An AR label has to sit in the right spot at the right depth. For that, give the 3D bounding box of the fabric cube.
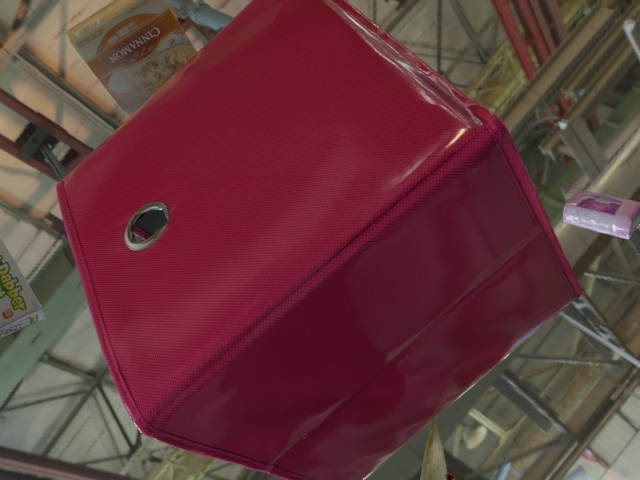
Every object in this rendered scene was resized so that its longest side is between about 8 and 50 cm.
[{"bbox_3d":[0.000,0.000,0.501,0.258,0.254,0.259,-41,-40,7],"label":"fabric cube"}]

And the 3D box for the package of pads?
[{"bbox_3d":[0.344,-0.033,0.776,0.050,0.083,0.032,-34,-50,-38],"label":"package of pads"}]

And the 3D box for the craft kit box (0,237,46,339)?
[{"bbox_3d":[-0.576,0.066,0.927,0.247,0.250,0.061,-30,-12,-28],"label":"craft kit box"}]

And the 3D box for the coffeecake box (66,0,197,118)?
[{"bbox_3d":[-0.258,-0.264,0.953,0.142,0.068,0.185,-35,-49,-3],"label":"coffeecake box"}]

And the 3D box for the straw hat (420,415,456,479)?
[{"bbox_3d":[0.093,0.191,0.420,0.144,0.061,0.144,8,-90,-79],"label":"straw hat"}]
